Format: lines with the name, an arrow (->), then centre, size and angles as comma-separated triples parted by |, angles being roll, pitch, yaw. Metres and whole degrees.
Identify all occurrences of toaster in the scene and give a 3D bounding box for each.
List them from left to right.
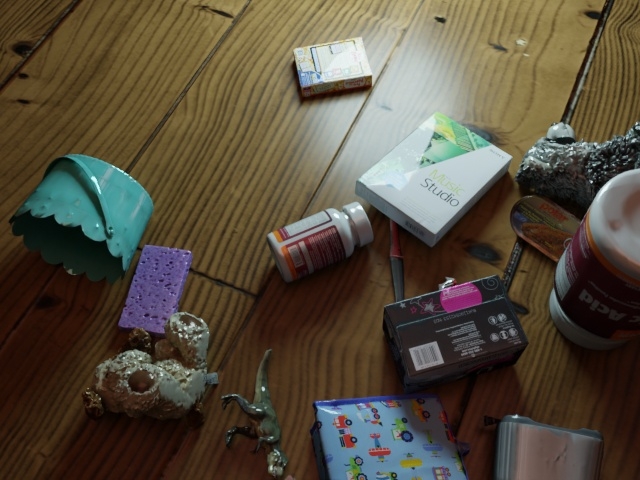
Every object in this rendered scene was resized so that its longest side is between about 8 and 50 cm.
toaster -> 0.410, 0.417, 1.217 | 0.227, 0.129, 0.146 | 10, 65, 8

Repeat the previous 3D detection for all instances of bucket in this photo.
bucket -> -0.525, -0.050, 1.466 | 0.281, 0.281, 0.183 | 14, 60, 11

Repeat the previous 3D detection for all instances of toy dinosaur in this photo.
toy dinosaur -> -0.138, 0.358, 1.328 | 0.118, 0.064, 0.268 | -7, 59, -8

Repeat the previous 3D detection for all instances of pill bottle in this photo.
pill bottle -> 0.000, 0.000, 1.476 | 0.221, 0.121, 0.121 | -23, 62, -9
pill bottle -> 0.579, 0.059, 1.250 | 0.224, 0.392, 0.224 | -2, 61, 4

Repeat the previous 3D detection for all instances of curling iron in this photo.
curling iron -> 0.187, 0.033, 1.494 | 0.068, 0.035, 0.274 | 3, 61, 6

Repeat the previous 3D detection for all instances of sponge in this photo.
sponge -> -0.374, 0.114, 1.492 | 0.117, 0.031, 0.210 | 6, 62, 8

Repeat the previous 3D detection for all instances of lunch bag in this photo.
lunch bag -> 0.146, 0.410, 1.238 | 0.293, 0.138, 0.221 | -6, 49, -10

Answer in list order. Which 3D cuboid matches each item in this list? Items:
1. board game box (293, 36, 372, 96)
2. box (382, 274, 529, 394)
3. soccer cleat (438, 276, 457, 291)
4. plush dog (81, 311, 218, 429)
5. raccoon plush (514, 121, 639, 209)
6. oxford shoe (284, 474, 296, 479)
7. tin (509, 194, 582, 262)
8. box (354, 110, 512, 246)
board game box -> 0.032, -0.473, 1.776 | 0.194, 0.045, 0.146 | -10, 61, -2
box -> 0.269, 0.198, 1.339 | 0.247, 0.142, 0.163 | -15, 63, -3
soccer cleat -> 0.273, 0.115, 1.450 | 0.036, 0.029, 0.083 | 25, 62, 26
plush dog -> -0.358, 0.287, 1.337 | 0.225, 0.210, 0.262 | 2, 32, 21
raccoon plush -> 0.623, -0.072, 1.438 | 0.299, 0.216, 0.446 | -16, 61, 4
oxford shoe -> -0.025, 0.597, 1.154 | 0.130, 0.123, 0.348 | -23, 61, -3
tin -> 0.517, -0.028, 1.468 | 0.190, 0.106, 0.040 | 40, 36, 22
box -> 0.272, -0.156, 1.558 | 0.232, 0.058, 0.322 | 37, 61, 21
